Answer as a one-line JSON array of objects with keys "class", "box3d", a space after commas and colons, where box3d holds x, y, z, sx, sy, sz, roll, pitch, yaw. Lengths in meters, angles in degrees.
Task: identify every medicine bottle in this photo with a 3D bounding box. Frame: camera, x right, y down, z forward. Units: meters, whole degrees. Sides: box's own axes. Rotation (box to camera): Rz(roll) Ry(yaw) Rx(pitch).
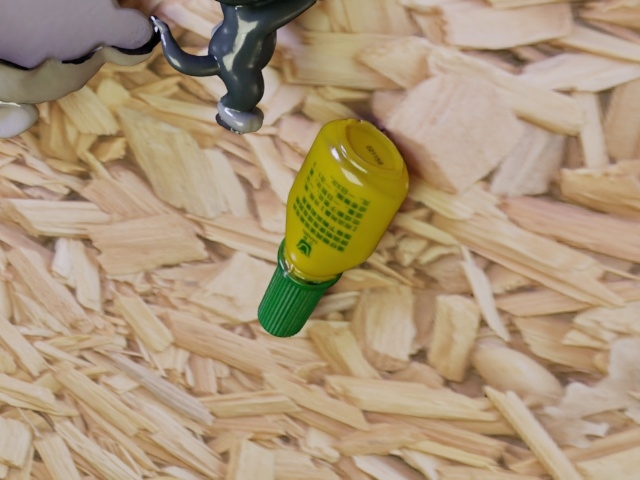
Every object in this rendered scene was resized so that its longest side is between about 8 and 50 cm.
[{"class": "medicine bottle", "box3d": [0.000, 0.000, 1.753, 0.111, 0.076, 0.309, 47, 139, 16]}]

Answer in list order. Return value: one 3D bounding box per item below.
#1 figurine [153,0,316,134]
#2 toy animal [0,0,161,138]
[{"class": "figurine", "box3d": [-0.092, -0.244, 1.621, 0.193, 0.140, 0.265, 36, 116, 44]}, {"class": "toy animal", "box3d": [-0.348, -0.225, 1.862, 0.258, 0.194, 0.357, 35, 159, -16]}]
